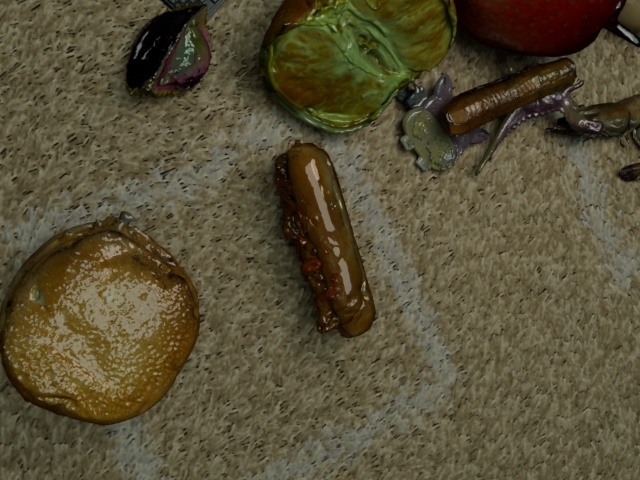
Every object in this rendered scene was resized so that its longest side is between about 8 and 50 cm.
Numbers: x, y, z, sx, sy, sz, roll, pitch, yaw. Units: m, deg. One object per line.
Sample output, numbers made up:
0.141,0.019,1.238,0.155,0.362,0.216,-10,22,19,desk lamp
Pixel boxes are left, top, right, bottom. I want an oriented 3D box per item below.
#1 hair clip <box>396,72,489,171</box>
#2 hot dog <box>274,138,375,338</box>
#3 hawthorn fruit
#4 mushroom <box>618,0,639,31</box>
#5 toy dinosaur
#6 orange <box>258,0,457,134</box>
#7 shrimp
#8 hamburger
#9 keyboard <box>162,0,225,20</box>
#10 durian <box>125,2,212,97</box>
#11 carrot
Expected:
0.207,-0.213,1.556,0.146,0.056,0.187,-43,102,-6,hair clip
0.000,0.000,1.441,0.117,0.158,0.349,-17,96,2,hot dog
0.402,-0.435,1.485,0.369,0.285,0.285,35,79,-1,hawthorn fruit
0.641,-0.544,1.550,0.314,0.336,0.314,1,83,-8,mushroom
0.384,-0.245,1.578,0.251,0.072,0.200,-11,75,-10,toy dinosaur
0.057,-0.339,1.427,0.262,0.196,0.334,38,105,-25,orange
0.571,-0.191,1.661,0.296,0.058,0.169,-12,94,-19,shrimp
-0.339,0.121,1.325,0.290,0.170,0.314,35,78,-15,hamburger
-0.123,-0.531,1.479,0.103,0.041,0.381,41,78,-11,keyboard
-0.245,-0.299,1.422,0.108,0.119,0.187,38,79,-49,durian
0.336,-0.259,1.521,0.260,0.070,0.070,-22,94,-7,carrot
